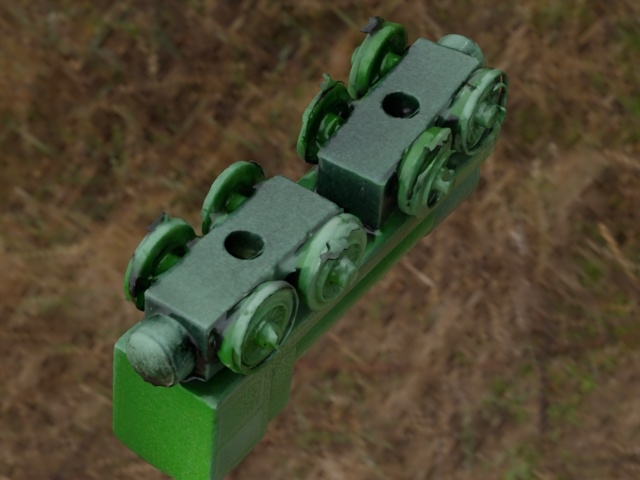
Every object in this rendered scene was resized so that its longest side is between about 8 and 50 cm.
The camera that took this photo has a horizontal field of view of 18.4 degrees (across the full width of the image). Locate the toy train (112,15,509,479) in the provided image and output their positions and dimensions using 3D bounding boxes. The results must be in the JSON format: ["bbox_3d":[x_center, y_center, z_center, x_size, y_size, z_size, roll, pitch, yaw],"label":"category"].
[{"bbox_3d":[0.000,0.000,0.893,0.085,0.119,0.251,30,49,22],"label":"toy train"}]
